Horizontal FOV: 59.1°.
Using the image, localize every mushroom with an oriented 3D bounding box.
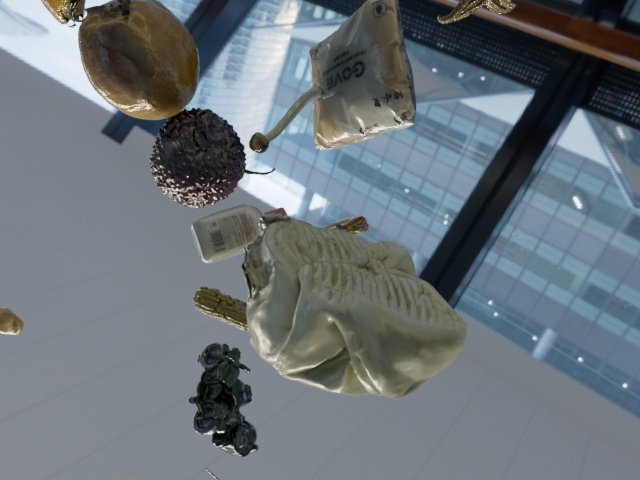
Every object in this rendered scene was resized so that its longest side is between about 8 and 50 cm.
[{"bbox_3d":[-0.037,-0.252,1.082,0.043,0.068,0.306,54,-133,-13],"label":"mushroom"}]

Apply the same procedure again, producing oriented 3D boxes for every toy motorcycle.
[{"bbox_3d":[-0.226,0.401,1.414,0.205,0.127,0.275,50,-151,-44],"label":"toy motorcycle"}]

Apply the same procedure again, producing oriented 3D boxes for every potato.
[{"bbox_3d":[-0.783,0.201,1.406,0.083,0.062,0.068,24,158,-23],"label":"potato"}]

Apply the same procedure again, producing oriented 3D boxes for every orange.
[{"bbox_3d":[-0.527,-0.528,1.168,0.112,0.160,0.170,18,173,-40],"label":"orange"}]

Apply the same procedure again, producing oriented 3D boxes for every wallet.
[{"bbox_3d":[0.000,0.000,1.470,0.241,0.067,0.141,-27,-175,-17],"label":"wallet"}]

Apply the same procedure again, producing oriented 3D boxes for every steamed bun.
[{"bbox_3d":[0.029,0.133,0.945,0.394,0.237,0.346,32,-156,21],"label":"steamed bun"}]

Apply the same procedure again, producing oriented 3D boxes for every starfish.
[{"bbox_3d":[0.361,-0.548,1.223,0.227,0.240,0.043,35,-150,-54],"label":"starfish"}]

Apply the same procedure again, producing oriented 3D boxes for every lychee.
[{"bbox_3d":[-0.228,-0.145,1.046,0.188,0.188,0.188,17,-156,-8],"label":"lychee"}]

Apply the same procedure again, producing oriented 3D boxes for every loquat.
[{"bbox_3d":[-0.338,-0.339,1.066,0.193,0.238,0.238,-3,-165,23],"label":"loquat"}]

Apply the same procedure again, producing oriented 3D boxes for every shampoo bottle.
[{"bbox_3d":[-0.180,-0.027,1.297,0.221,0.108,0.051,-20,-172,-25],"label":"shampoo bottle"}]

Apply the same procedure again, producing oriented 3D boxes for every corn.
[{"bbox_3d":[-0.281,0.220,1.779,0.320,0.097,0.097,18,-160,30],"label":"corn"}]

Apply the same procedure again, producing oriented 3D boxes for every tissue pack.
[{"bbox_3d":[0.121,-0.458,1.605,0.195,0.390,0.375,-2,170,-37],"label":"tissue pack"}]

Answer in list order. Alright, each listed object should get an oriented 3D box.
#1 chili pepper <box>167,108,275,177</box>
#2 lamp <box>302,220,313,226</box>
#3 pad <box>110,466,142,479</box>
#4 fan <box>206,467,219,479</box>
[{"bbox_3d":[-0.250,-0.203,1.299,0.279,0.122,0.065,35,-168,-22],"label":"chili pepper"},{"bbox_3d":[-0.055,0.079,2.058,0.247,0.247,0.301,29,-135,-50],"label":"lamp"},{"bbox_3d":[-0.442,0.582,1.127,0.232,0.004,0.156,-26,-115,-28],"label":"pad"},{"bbox_3d":[-0.169,0.479,1.065,0.133,0.085,0.005,46,-125,2],"label":"fan"}]
